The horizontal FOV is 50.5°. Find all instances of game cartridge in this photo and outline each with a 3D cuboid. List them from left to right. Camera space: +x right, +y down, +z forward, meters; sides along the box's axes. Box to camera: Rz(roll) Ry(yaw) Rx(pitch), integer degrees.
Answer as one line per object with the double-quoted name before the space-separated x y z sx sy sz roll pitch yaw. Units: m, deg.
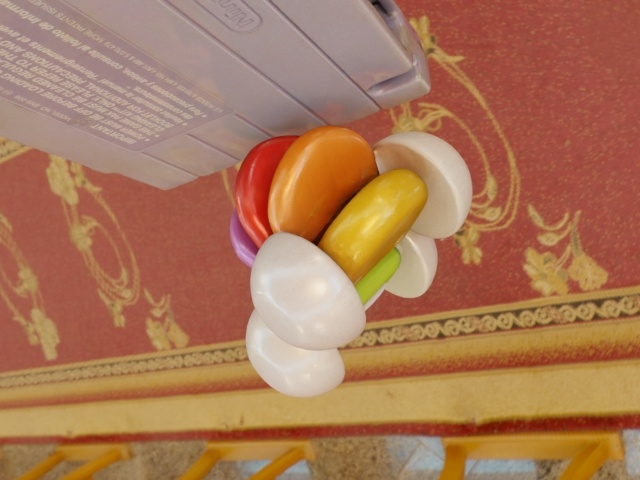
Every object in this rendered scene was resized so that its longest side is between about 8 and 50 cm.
"game cartridge" -0.107 -0.118 0.329 0.230 0.355 0.068 -12 75 23

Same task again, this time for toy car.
"toy car" 0.000 0.000 0.448 0.136 0.159 0.182 38 150 16
